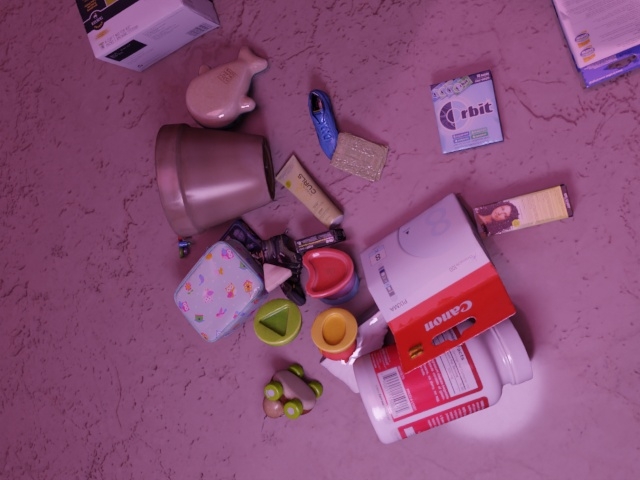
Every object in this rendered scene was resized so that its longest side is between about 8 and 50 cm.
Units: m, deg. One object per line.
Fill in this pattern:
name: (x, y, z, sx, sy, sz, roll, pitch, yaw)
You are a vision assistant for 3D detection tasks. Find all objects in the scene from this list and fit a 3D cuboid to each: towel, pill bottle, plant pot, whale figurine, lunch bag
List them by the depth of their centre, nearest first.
pill bottle: (0.306, 0.338, 1.509, 0.407, 0.229, 0.229, -21, 86, 4)
towel: (0.108, -0.232, 1.660, 0.148, 0.027, 0.110, 18, 100, 0)
plant pot: (-0.282, -0.183, 1.702, 0.280, 0.323, 0.324, -6, 92, 5)
lunch bag: (-0.288, 0.138, 1.763, 0.224, 0.108, 0.279, 47, 107, 14)
whale figurine: (-0.269, -0.441, 1.765, 0.216, 0.141, 0.272, 37, 81, 14)

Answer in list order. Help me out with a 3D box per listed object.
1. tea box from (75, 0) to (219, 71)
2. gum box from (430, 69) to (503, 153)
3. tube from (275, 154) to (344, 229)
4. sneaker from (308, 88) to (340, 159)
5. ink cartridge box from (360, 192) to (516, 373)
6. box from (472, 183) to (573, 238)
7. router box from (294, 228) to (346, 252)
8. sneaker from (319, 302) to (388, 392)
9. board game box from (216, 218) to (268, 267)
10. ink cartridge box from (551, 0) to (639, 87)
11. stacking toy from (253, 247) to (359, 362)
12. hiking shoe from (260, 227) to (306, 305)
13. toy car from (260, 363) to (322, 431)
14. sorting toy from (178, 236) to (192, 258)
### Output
tea box: (-0.530, -0.735, 1.775, 0.328, 0.220, 0.324, -21, 87, 20)
gum box: (0.382, -0.332, 1.560, 0.156, 0.041, 0.185, -11, 91, 21)
tube: (-0.032, -0.132, 1.722, 0.070, 0.062, 0.240, -35, 71, -18)
sneaker: (0.009, -0.322, 1.679, 0.069, 0.082, 0.210, -17, 89, 19)
ink cartridge box: (0.270, 0.096, 1.482, 0.308, 0.385, 0.091, -34, 125, 19)
box: (0.513, -0.073, 1.521, 0.232, 0.058, 0.088, -16, 88, 20)
router box: (0.000, 0.000, 1.699, 0.122, 0.092, 0.038, -17, 87, 20)
sneaker: (0.155, 0.295, 1.670, 0.169, 0.108, 0.292, 43, 104, -2)
board game box: (-0.268, 0.078, 1.831, 0.165, 0.042, 0.243, 44, 107, 12)
ink cartridge box: (0.672, -0.540, 1.426, 0.185, 0.065, 0.311, -20, 85, 21)
stacking toy: (-0.025, 0.186, 1.631, 0.279, 0.130, 0.309, -5, 56, 12)
hiking shoe: (-0.081, 0.082, 1.736, 0.114, 0.086, 0.227, -28, 102, -5)
toy car: (-0.111, 0.485, 1.752, 0.149, 0.155, 0.188, 39, 115, 14)
sorting toy: (-0.427, 0.007, 1.886, 0.042, 0.061, 0.102, -5, 101, -13)
